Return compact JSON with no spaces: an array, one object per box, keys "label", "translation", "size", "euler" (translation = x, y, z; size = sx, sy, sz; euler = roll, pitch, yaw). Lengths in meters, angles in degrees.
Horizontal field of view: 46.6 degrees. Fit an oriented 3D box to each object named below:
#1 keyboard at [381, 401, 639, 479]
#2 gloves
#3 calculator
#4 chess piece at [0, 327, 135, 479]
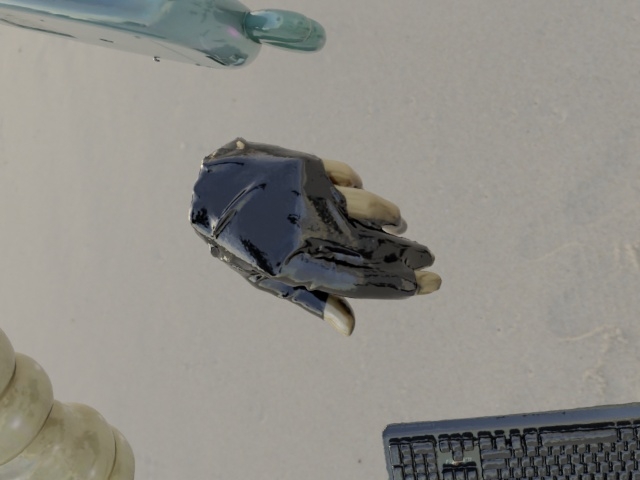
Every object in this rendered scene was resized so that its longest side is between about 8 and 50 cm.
[{"label":"keyboard","translation":[0.169,0.184,0.613],"size":[0.025,0.230,0.094],"euler":[-74,-26,-67]},{"label":"gloves","translation":[-0.006,0.000,0.863],"size":[0.152,0.301,0.197],"euler":[-88,14,-73]},{"label":"calculator","translation":[-0.145,-0.160,0.528],"size":[0.185,0.299,0.041],"euler":[-38,-42,-81]},{"label":"chess piece","translation":[-0.334,0.192,0.796],"size":[0.167,0.300,0.167],"euler":[-13,39,11]}]
